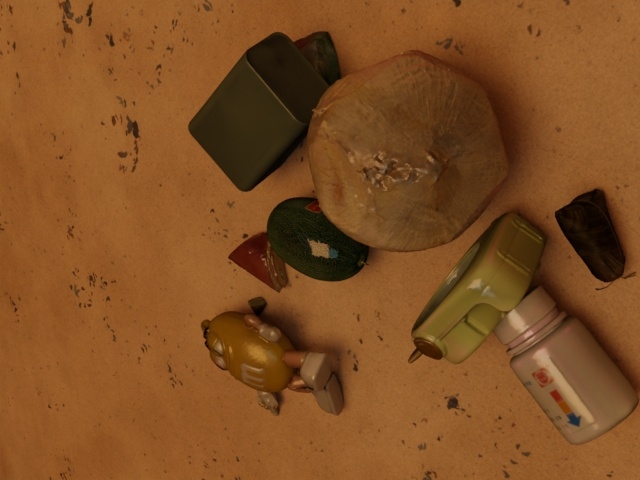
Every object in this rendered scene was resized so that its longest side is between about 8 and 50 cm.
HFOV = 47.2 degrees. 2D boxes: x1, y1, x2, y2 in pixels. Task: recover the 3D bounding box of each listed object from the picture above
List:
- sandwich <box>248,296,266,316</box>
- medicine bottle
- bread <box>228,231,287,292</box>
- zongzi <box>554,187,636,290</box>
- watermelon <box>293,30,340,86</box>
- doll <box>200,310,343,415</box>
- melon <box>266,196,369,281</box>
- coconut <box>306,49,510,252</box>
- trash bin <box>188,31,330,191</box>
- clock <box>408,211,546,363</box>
[{"bbox_3d":[-0.171,0.176,1.997,0.031,0.044,0.083,50,169,19],"label":"sandwich"},{"bbox_3d":[0.476,0.245,1.462,0.293,0.170,0.170,53,127,10],"label":"medicine bottle"},{"bbox_3d":[-0.164,0.042,1.932,0.192,0.067,0.119,28,118,26],"label":"bread"},{"bbox_3d":[0.501,0.011,1.367,0.084,0.184,0.187,-23,89,39],"label":"zongzi"},{"bbox_3d":[-0.075,-0.406,1.736,0.241,0.094,0.154,1,98,39],"label":"watermelon"},{"bbox_3d":[-0.123,0.332,1.941,0.423,0.161,0.348,-14,112,46],"label":"doll"},{"bbox_3d":[0.000,0.000,1.730,0.287,0.182,0.182,30,119,28],"label":"melon"},{"bbox_3d":[0.163,-0.163,1.406,0.404,0.404,0.405,11,110,33],"label":"coconut"},{"bbox_3d":[-0.133,-0.292,1.672,0.223,0.158,0.343,49,145,-3],"label":"trash bin"},{"bbox_3d":[0.304,0.122,1.490,0.117,0.286,0.348,36,128,5],"label":"clock"}]
